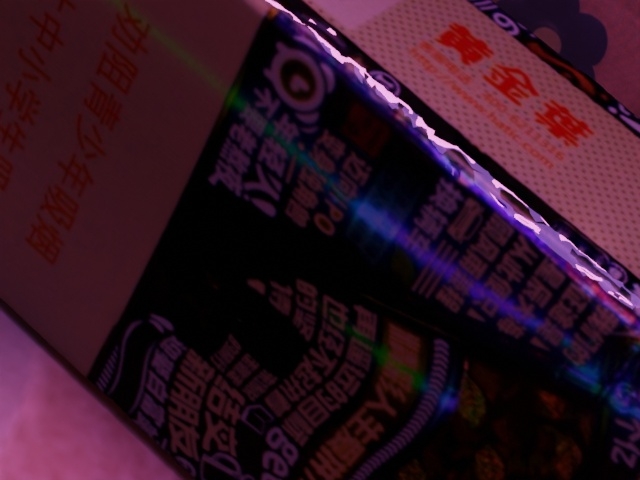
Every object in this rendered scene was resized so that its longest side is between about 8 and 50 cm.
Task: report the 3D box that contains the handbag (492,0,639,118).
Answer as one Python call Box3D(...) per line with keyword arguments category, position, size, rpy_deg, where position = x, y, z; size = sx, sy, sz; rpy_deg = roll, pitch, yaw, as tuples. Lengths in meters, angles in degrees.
Box3D(category="handbag", position=(0.191, -0.125, 0.854), size=(0.251, 0.190, 0.193), rpy_deg=(38, 32, 15))

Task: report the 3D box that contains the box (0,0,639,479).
Box3D(category="box", position=(0.000, 0.000, 0.608), size=(0.310, 0.198, 0.084), rpy_deg=(42, 43, 12))
